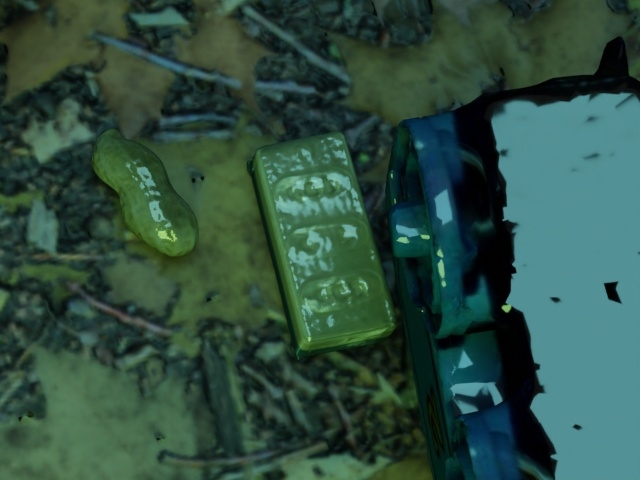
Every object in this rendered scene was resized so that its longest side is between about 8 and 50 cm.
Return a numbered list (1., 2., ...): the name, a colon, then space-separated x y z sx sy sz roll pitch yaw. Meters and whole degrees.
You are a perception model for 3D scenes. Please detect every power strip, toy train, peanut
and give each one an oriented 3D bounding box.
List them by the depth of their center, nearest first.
1. toy train: 0.127 0.064 0.916 0.188 0.265 0.300 -9 74 -3
2. peanut: -0.096 -0.027 1.030 0.037 0.037 0.083 -28 74 -18
3. power strip: 0.000 0.000 1.039 0.056 0.032 0.123 -11 72 -15
